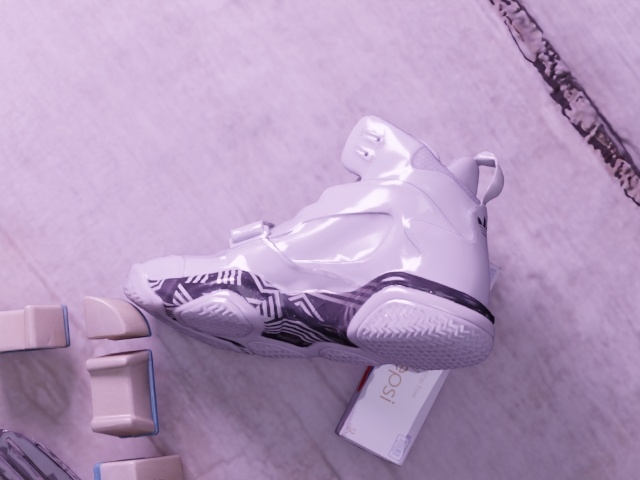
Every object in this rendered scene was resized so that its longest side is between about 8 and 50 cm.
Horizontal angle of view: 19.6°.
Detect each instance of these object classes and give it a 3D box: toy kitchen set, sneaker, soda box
[{"bbox_3d":[-0.234,0.163,1.768,0.166,0.122,0.207,-7,84,16],"label":"toy kitchen set"},{"bbox_3d":[0.000,0.000,1.745,0.366,0.137,0.210,5,71,22],"label":"sneaker"},{"bbox_3d":[0.093,0.108,1.794,0.069,0.074,0.216,28,85,-2],"label":"soda box"}]

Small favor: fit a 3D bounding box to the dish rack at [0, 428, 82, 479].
[{"bbox_3d":[-0.326,0.323,1.754,0.271,0.074,0.208,-44,91,-5],"label":"dish rack"}]
